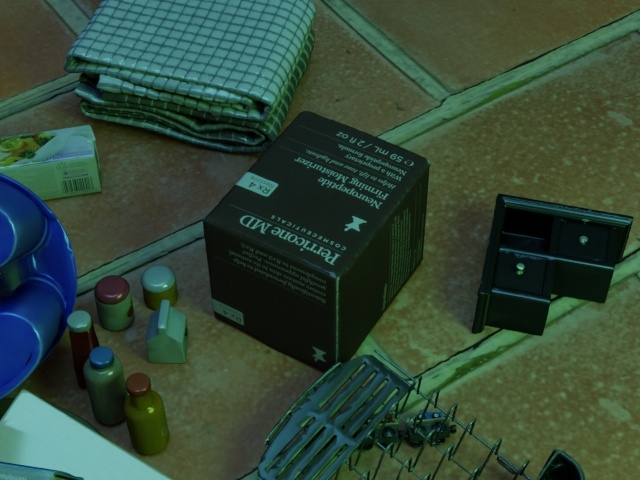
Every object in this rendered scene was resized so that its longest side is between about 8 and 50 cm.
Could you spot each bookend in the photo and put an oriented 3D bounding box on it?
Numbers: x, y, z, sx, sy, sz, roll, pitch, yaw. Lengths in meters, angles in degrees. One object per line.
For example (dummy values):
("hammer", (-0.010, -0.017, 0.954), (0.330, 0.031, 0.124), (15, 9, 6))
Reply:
("bookend", (0.260, 0.037, 1.324), (0.156, 0.072, 0.157), (11, 49, 10))

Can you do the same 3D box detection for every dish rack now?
("dish rack", (0.085, 0.226, 1.124), (0.271, 0.074, 0.208), (36, 60, 17))

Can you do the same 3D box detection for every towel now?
("towel", (-0.165, -0.239, 1.553), (0.284, 0.121, 0.235), (12, 50, 9))

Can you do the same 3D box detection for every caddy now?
("caddy", (-0.418, 0.058, 1.185), (0.341, 0.241, 0.179), (-11, 11, -6))

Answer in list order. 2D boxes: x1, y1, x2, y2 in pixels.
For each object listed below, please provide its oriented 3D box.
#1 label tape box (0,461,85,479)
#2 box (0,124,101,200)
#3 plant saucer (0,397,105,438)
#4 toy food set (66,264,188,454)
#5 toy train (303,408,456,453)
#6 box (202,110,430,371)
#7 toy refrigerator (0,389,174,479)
("label tape box", (-0.340, 0.333, 0.929), (0.241, 0.106, 0.333), (7, 75, 7))
("box", (-0.432, -0.077, 1.434), (0.324, 0.067, 0.063), (-10, 46, -8))
("plant saucer", (-0.326, 0.260, 1.140), (0.278, 0.041, 0.278), (0, 46, 0))
("toy food set", (-0.203, 0.100, 1.242), (0.111, 0.104, 0.232), (2, 47, 2))
("toy train", (0.060, 0.195, 1.210), (0.158, 0.027, 0.036), (-4, 37, -4))
("box", (0.000, 0.000, 1.293), (0.168, 0.167, 0.203), (24, 51, 20))
("toy refrigerator", (-0.177, 0.251, 1.059), (0.269, 0.094, 0.102), (30, 73, 6))
